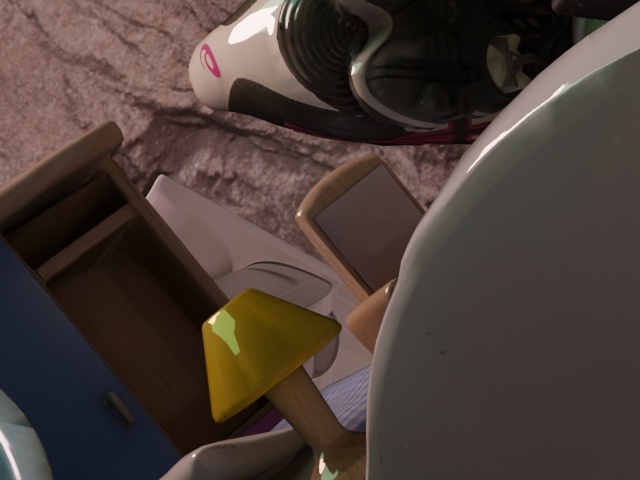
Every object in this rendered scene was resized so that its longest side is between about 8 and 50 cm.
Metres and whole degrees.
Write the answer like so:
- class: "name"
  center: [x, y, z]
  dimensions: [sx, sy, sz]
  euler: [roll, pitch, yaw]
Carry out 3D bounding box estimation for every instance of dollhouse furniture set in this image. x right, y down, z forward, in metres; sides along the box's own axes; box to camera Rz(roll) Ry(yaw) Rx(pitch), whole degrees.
- class: "dollhouse furniture set"
  center: [0.000, 0.000, 0.702]
  dimensions: [0.286, 0.198, 0.303]
  euler: [-39, -2, -29]

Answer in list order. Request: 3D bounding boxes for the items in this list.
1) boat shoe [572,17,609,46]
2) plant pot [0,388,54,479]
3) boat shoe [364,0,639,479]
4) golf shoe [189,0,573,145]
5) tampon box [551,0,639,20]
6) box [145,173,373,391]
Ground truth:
- class: "boat shoe"
  center: [0.171, -0.168, 0.647]
  dimensions: [0.103, 0.118, 0.320]
  euler: [-70, 3, -66]
- class: "plant pot"
  center: [-0.222, 0.253, 0.638]
  dimensions: [0.341, 0.341, 0.334]
  euler: [-58, -36, -56]
- class: "boat shoe"
  center: [0.064, 0.026, 0.407]
  dimensions: [0.267, 0.096, 0.088]
  euler: [102, -170, -51]
- class: "golf shoe"
  center: [0.069, -0.087, 0.804]
  dimensions: [0.273, 0.120, 0.105]
  euler: [0, -98, -48]
- class: "tampon box"
  center: [0.111, -0.122, 0.362]
  dimensions: [0.120, 0.102, 0.161]
  euler: [76, -156, -86]
- class: "box"
  center: [-0.053, 0.143, 1.022]
  dimensions: [0.262, 0.231, 0.127]
  euler: [-60, -2, -24]
